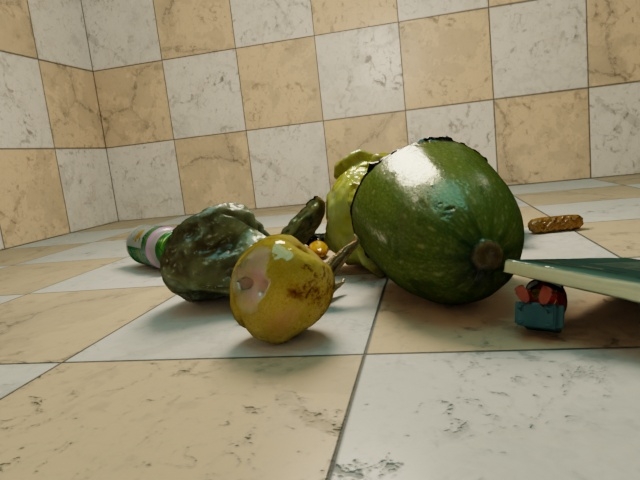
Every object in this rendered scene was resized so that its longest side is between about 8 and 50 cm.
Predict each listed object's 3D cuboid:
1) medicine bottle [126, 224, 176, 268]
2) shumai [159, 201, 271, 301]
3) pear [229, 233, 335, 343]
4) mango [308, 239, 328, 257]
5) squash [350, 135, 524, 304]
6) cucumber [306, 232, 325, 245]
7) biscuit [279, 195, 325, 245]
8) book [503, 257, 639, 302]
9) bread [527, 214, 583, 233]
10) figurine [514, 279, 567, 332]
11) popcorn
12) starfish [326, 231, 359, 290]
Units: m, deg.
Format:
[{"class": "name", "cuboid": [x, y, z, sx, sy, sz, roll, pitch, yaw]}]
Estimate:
[{"class": "medicine bottle", "cuboid": [-0.492, 0.020, 1.600, 0.133, 0.133, 0.274, -13, 12, -37]}, {"class": "shumai", "cuboid": [-0.204, 0.075, 1.078, 0.225, 0.222, 0.260, 0, -35, -47]}, {"class": "pear", "cuboid": [-0.067, 0.080, 0.841, 0.178, 0.178, 0.178, -6, 9, 1]}, {"class": "mango", "cuboid": [-0.005, 0.027, 1.490, 0.060, 0.046, 0.089, -7, 13, -9]}, {"class": "squash", "cuboid": [0.230, 0.007, 0.930, 0.310, 0.310, 0.309, -7, 31, -4]}, {"class": "cucumber", "cuboid": [0.000, 0.000, 1.645, 0.053, 0.053, 0.181, -15, 10, -43]}, {"class": "biscuit", "cuboid": [-0.078, 0.004, 1.305, 0.273, 0.036, 0.187, -45, -12, 6]}, {"class": "book", "cuboid": [0.493, 0.056, 0.764, 0.379, 0.031, 0.264, 1, 8, -35]}, {"class": "bread", "cuboid": [0.675, -0.048, 1.494, 0.157, 0.044, 0.052, -6, 14, 3]}, {"class": "figurine", "cuboid": [0.329, 0.095, 0.765, 0.068, 0.075, 0.140, -2, -1, 34]}, {"class": "popcorn", "cuboid": [0.148, -0.064, 1.264, 0.312, 0.312, 0.312, -6, 9, 1]}, {"class": "starfish", "cuboid": [-0.034, 0.075, 0.984, 0.247, 0.138, 0.050, -15, 42, -31]}]
